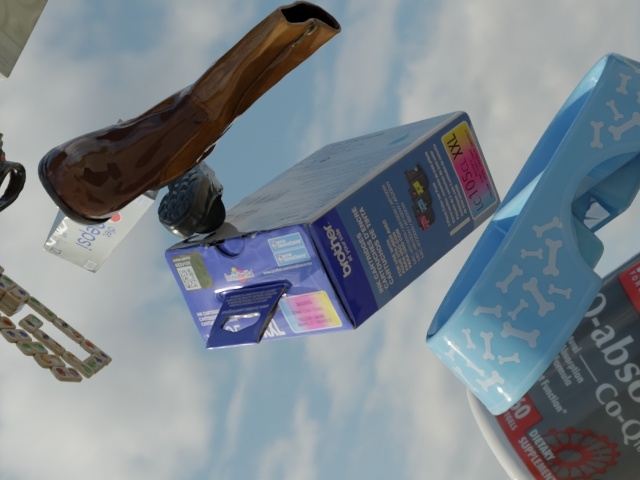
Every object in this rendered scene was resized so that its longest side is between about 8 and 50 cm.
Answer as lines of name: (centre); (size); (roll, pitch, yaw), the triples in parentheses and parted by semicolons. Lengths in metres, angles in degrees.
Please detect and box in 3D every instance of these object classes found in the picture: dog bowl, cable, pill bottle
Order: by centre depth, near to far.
dog bowl: (0.175, -0.015, 1.073); (0.297, 0.074, 0.166); (-57, 0, -18)
pill bottle: (0.349, 0.122, 1.487); (0.363, 0.210, 0.210); (-38, -13, 14)
cable: (-0.497, -0.039, 2.039); (0.139, 0.072, 0.287); (51, -132, -54)

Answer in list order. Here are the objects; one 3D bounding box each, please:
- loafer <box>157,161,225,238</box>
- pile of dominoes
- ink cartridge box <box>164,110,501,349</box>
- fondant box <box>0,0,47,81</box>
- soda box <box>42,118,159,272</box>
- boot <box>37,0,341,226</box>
loafer: (-0.146, -0.044, 1.746); (0.076, 0.078, 0.223); (-41, 14, 9)
pile of dominoes: (-0.451, 0.128, 2.317); (0.040, 0.251, 0.196); (-53, -1, 13)
ink cartridge box: (0.000, 0.000, 1.795); (0.395, 0.270, 0.151); (-34, -74, -42)
fondant box: (-0.380, -0.339, 1.497); (0.238, 0.096, 0.330); (43, -136, -30)
soda box: (-0.305, -0.058, 2.068); (0.286, 0.091, 0.098); (-42, 26, 56)
boot: (-0.125, -0.130, 1.453); (0.096, 0.280, 0.264); (59, -153, 9)
